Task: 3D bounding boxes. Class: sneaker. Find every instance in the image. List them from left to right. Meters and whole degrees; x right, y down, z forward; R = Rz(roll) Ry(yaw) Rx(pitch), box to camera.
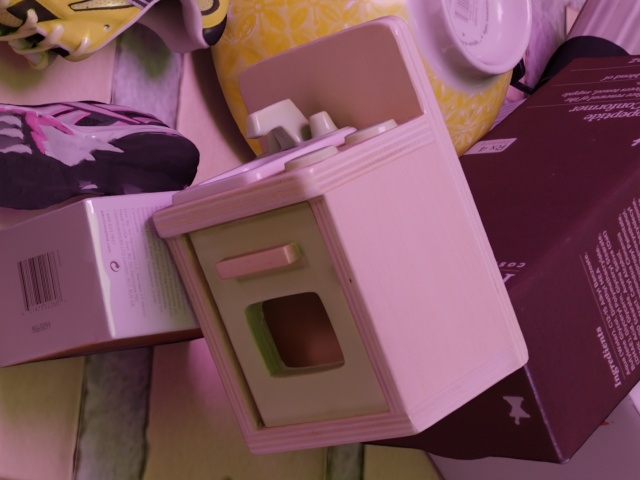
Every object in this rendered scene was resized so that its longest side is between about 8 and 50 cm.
[{"bbox_3d":[-0.196,-0.188,1.172,0.385,0.145,0.147,-9,91,-40],"label":"sneaker"},{"bbox_3d":[-0.177,-0.063,1.214,0.178,0.077,0.072,9,112,-25],"label":"sneaker"}]

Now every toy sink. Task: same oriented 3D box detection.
[{"bbox_3d":[0.000,0.000,1.115,0.131,0.153,0.234,-26,99,-44],"label":"toy sink"}]

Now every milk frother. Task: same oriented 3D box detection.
[{"bbox_3d":[0.214,-0.175,1.560,0.143,0.129,0.134,51,54,-30],"label":"milk frother"}]

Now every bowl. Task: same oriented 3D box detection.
[{"bbox_3d":[0.068,-0.172,1.384,0.289,0.156,0.289,11,75,-47],"label":"bowl"}]

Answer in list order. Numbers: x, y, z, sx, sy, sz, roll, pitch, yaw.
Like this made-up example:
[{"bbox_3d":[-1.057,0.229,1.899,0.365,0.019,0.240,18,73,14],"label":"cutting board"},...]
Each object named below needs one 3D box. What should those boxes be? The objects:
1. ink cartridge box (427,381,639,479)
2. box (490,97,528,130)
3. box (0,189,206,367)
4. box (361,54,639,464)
[{"bbox_3d":[0.243,0.206,1.419,0.131,0.226,0.306,-43,109,-41],"label":"ink cartridge box"},{"bbox_3d":[0.239,0.022,1.576,0.324,0.067,0.063,54,49,-20],"label":"box"},{"bbox_3d":[-0.117,0.023,1.195,0.170,0.130,0.091,-6,82,-43],"label":"box"},{"bbox_3d":[0.182,-0.002,1.325,0.381,0.191,0.143,-42,119,-38],"label":"box"}]
